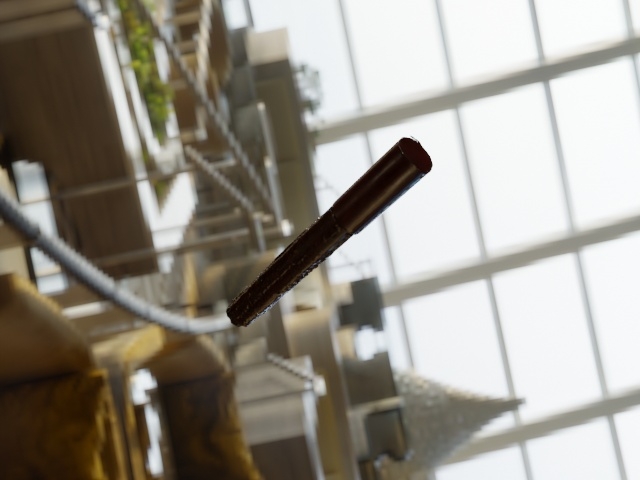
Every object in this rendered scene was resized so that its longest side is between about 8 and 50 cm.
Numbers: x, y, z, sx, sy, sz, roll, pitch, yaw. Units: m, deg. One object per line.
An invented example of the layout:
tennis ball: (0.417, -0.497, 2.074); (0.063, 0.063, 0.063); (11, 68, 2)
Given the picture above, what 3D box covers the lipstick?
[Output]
lipstick: (0.000, 0.000, 0.858); (0.027, 0.176, 0.027); (29, 38, -26)
